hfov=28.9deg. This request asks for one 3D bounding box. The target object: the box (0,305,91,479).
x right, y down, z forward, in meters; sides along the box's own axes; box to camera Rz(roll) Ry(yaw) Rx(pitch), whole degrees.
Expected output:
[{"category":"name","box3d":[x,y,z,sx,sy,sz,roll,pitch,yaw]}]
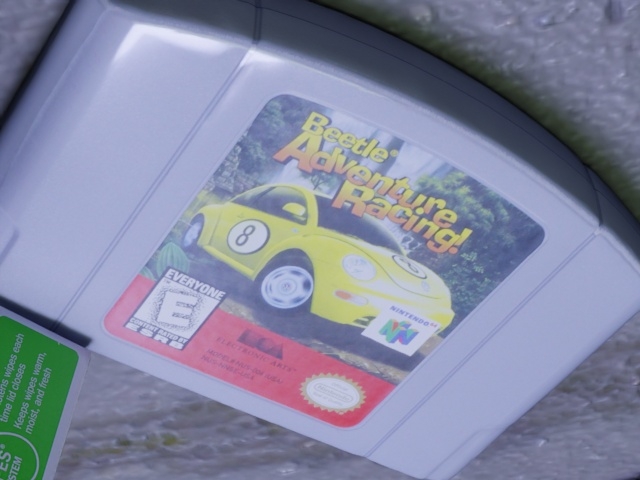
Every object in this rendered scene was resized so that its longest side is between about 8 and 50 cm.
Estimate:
[{"category":"box","box3d":[-0.275,0.103,0.557,0.231,0.126,0.262,30,135,-22]}]

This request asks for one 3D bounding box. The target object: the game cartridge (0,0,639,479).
[{"category":"game cartridge","box3d":[0.000,0.000,0.559,0.294,0.060,0.196,24,122,-22]}]
